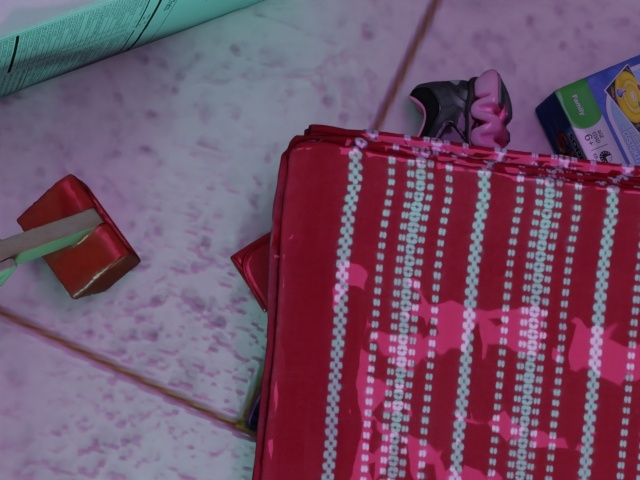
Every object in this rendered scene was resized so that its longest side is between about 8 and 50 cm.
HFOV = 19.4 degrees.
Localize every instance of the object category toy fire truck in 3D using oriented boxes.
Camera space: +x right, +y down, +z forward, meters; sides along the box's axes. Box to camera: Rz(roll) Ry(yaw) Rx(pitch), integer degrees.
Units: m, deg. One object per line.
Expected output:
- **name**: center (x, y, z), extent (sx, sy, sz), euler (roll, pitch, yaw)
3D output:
- **toy fire truck**: center (-0.162, 0.031, 0.784), extent (0.135, 0.192, 0.047), euler (-37, 85, 12)

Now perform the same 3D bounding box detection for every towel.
- **towel**: center (0.107, 0.060, 0.850), extent (0.275, 0.031, 0.198), euler (7, 93, -4)

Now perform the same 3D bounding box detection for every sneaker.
- **sneaker**: center (0.060, -0.024, 0.895), extent (0.057, 0.047, 0.119), euler (2, 75, 12)

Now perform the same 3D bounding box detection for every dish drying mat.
- **dish drying mat**: center (0.000, 0.000, 0.890), extent (0.083, 0.008, 0.032), euler (-31, 85, -16)

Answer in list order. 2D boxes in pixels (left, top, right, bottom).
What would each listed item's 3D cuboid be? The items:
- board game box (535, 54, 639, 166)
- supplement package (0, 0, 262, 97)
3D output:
- **board game box**: center (0.210, -0.004, 0.918), extent (0.136, 0.035, 0.201), euler (-24, 83, -15)
- **supplement package**: center (-0.119, -0.183, 0.829), extent (0.203, 0.149, 0.194), euler (-21, 88, -15)
